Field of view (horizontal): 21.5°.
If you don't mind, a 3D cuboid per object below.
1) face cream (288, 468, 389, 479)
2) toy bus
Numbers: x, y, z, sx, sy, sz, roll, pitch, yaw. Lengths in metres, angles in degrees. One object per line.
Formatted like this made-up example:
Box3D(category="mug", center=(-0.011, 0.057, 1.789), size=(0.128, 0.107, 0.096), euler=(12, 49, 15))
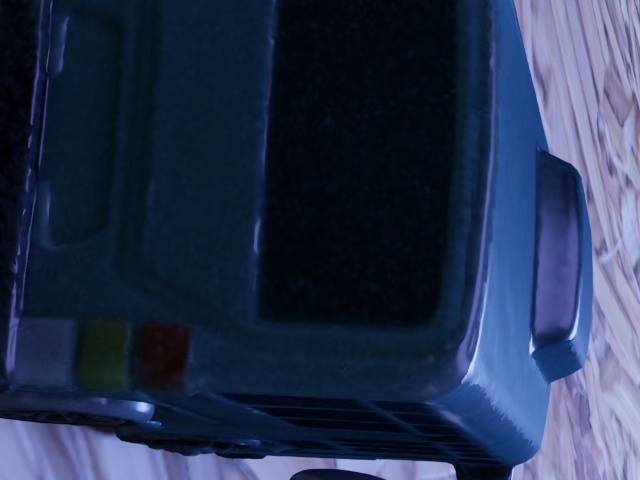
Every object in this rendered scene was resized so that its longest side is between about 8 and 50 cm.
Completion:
Box3D(category="face cream", center=(-0.006, 0.187, 0.479), size=(0.101, 0.101, 0.251), euler=(-2, 100, -69))
Box3D(category="toy bus", center=(0.000, 0.000, 0.477), size=(0.256, 0.147, 0.128), euler=(43, 50, -74))
